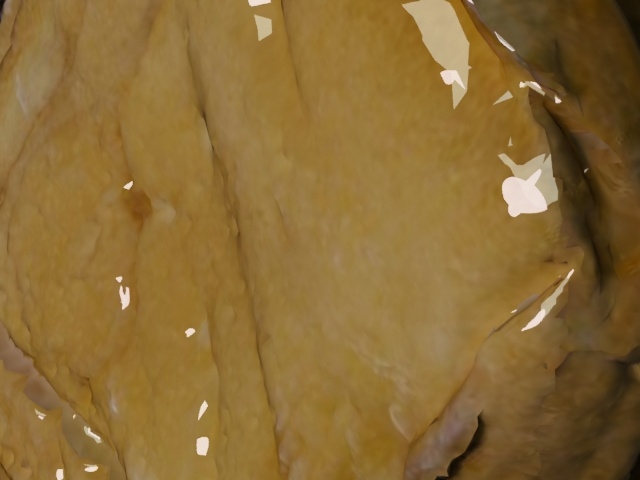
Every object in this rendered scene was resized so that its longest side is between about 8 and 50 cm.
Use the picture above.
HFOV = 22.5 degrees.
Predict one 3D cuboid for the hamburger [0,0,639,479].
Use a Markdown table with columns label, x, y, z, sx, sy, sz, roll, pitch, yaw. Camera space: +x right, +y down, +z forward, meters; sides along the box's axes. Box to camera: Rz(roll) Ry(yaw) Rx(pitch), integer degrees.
| label | x | y | z | sx | sy | sz | roll | pitch | yaw |
| --- | --- | --- | --- | --- | --- | --- | --- | --- | --- |
| hamburger | 0.000 | -0.001 | 0.446 | 0.283 | 0.145 | 0.259 | -49 | 61 | 39 |
